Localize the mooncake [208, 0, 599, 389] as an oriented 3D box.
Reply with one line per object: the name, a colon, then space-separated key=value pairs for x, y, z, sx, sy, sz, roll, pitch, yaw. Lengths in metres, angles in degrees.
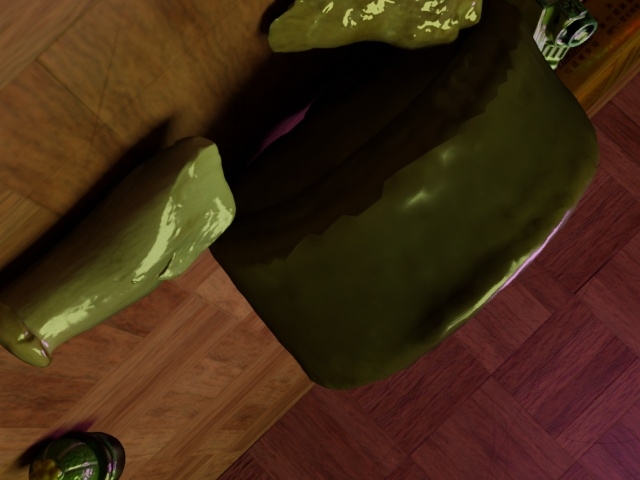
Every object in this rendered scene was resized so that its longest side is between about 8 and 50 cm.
mooncake: x=0.080 y=-0.061 z=1.020 sx=0.393 sy=0.246 sz=0.394 roll=-26 pitch=-158 yaw=47

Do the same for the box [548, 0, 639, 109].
box: x=0.428 y=-0.279 z=1.765 sx=0.415 sy=0.116 sz=0.264 roll=-43 pitch=169 yaw=-6

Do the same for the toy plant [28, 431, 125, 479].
toy plant: x=-0.330 y=0.305 z=1.322 sx=0.093 sy=0.093 sz=0.162 roll=-46 pitch=165 yaw=9

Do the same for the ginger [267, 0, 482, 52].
ginger: x=0.052 y=-0.199 z=0.855 sx=0.193 sy=0.122 sz=0.115 roll=-38 pitch=-172 yaw=-1

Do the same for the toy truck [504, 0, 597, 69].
toy truck: x=0.247 y=-0.241 z=1.312 sx=0.135 sy=0.128 sz=0.259 roll=-20 pitch=157 yaw=-31

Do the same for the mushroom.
mushroom: x=-0.177 y=0.012 z=0.850 sx=0.247 sy=0.096 sz=0.108 roll=-39 pitch=-168 yaw=-8
